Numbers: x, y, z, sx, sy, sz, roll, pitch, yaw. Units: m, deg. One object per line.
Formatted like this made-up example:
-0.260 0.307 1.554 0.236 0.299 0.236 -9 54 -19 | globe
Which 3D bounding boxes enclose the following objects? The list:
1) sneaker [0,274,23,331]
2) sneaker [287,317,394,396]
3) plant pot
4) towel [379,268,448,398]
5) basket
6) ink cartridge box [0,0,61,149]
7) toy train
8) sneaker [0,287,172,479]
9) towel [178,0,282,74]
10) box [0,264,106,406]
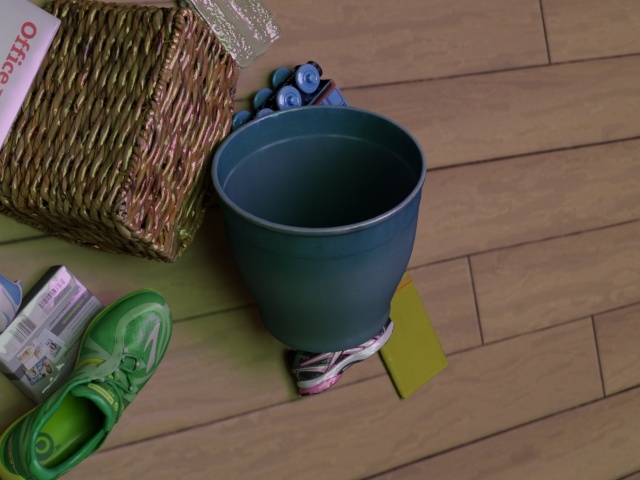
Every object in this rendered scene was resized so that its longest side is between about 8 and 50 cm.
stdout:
-0.455 0.018 1.556 0.237 0.085 0.086 41 38 -22 | sneaker
0.027 0.143 1.884 0.178 0.072 0.077 -38 104 -29 | sneaker
0.000 0.000 1.750 0.272 0.272 0.255 -33 139 -33 | plant pot
0.109 0.112 1.981 0.102 0.021 0.237 -33 106 -27 | towel
-0.258 -0.137 1.693 0.213 0.223 0.299 44 57 -61 | basket
-0.486 -0.223 1.502 0.307 0.129 0.223 30 69 -25 | ink cartridge box
-0.045 -0.170 1.858 0.184 0.080 0.105 -51 120 -27 | toy train
-0.264 0.185 1.596 0.109 0.123 0.295 47 63 -23 | sneaker
-0.124 -0.315 1.842 0.148 0.027 0.110 51 60 -21 | towel
-0.313 0.145 1.664 0.186 0.038 0.145 48 62 -21 | box
